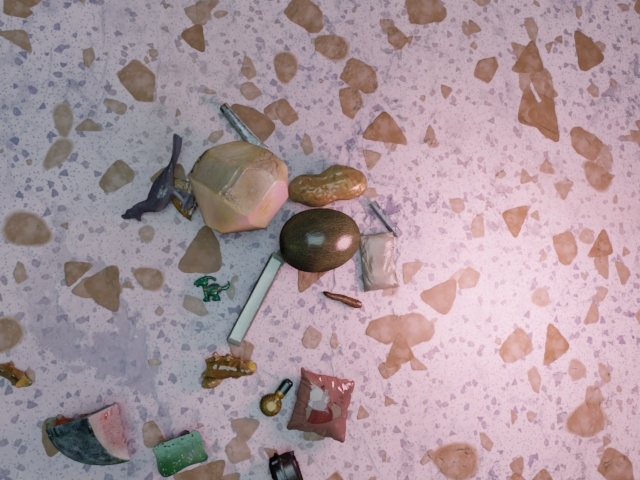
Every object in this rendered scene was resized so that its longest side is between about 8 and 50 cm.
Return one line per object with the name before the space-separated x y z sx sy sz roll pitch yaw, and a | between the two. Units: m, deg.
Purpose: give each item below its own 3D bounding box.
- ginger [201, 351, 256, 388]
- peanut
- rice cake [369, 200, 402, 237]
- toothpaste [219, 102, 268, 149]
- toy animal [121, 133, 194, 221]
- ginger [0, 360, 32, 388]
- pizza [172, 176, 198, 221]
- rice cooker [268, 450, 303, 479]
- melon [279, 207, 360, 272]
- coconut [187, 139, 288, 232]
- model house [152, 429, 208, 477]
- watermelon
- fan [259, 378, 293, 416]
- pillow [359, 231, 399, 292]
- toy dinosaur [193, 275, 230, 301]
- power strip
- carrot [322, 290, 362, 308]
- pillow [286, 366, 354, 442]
ginger | -0.339 0.454 1.785 0.205 0.081 0.115 -16 73 -7
peanut | 0.029 -0.208 1.917 0.313 0.149 0.149 -15 86 -7
rice cake | 0.264 -0.086 1.994 0.030 0.042 0.180 -41 93 -16
toothpaste | -0.301 -0.431 1.927 0.062 0.039 0.239 -41 94 -9
toy animal | -0.547 -0.184 1.789 0.205 0.081 0.367 34 90 10
ginger | -1.035 0.450 1.665 0.137 0.044 0.058 32 96 -4
pizza | -0.493 -0.170 1.852 0.131 0.041 0.178 -35 89 -7
rice cooker | -0.119 0.833 1.763 0.106 0.112 0.165 -14 88 -18
melon | 0.000 0.000 1.830 0.301 0.237 0.238 -8 84 -21
coconut | -0.294 -0.182 1.758 0.352 0.352 0.353 1 82 -11
model house | -0.481 0.724 1.716 0.166 0.088 0.117 -21 87 -12
watermelon | -0.751 0.604 1.629 0.319 0.290 0.214 24 48 5
fan | -0.159 0.576 1.825 0.082 0.039 0.155 40 77 -4
pillow | 0.231 0.084 1.964 0.148 0.050 0.230 -5 84 -5
toy dinosaur | -0.397 0.174 1.823 0.132 0.059 0.096 -9 79 -4
power strip | -0.232 0.206 1.833 0.062 0.091 0.385 29 78 -8
carrot | 0.085 0.226 1.923 0.165 0.035 0.036 21 79 -6
pillow | 0.005 0.606 1.831 0.223 0.084 0.236 13 78 -8
